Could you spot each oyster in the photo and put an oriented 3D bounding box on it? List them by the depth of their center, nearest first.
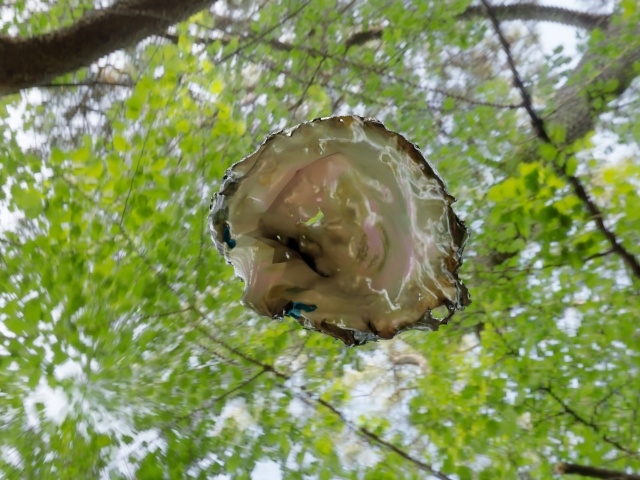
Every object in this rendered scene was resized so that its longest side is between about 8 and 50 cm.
[{"bbox_3d":[0.006,-0.002,0.823,0.260,0.092,0.198,-14,-86,29],"label":"oyster"}]
